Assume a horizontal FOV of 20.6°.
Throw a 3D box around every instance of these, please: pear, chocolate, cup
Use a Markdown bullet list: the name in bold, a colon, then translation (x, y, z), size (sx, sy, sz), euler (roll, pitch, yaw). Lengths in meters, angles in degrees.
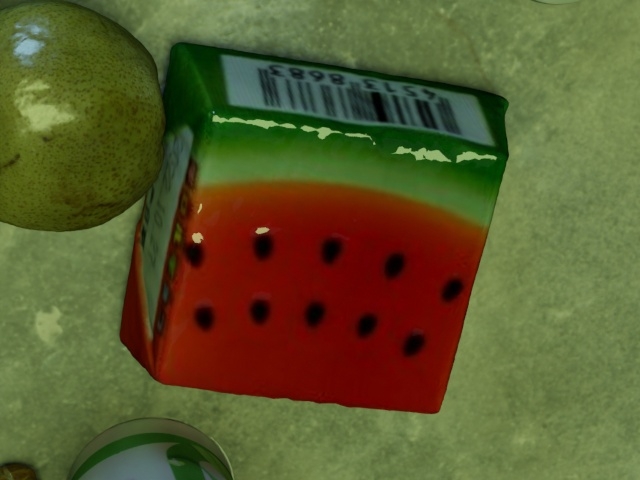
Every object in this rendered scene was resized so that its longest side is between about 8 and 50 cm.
- **pear**: translation (-0.246, -0.121, 1.682), size (0.211, 0.188, 0.228), euler (-8, 130, -33)
- **chocolate**: translation (0.000, 0.000, 1.791), size (0.360, 0.161, 0.341), euler (8, 112, -13)
- **cup**: translation (-0.170, 0.328, 1.824), size (0.253, 0.274, 0.253), euler (-3, 110, -7)

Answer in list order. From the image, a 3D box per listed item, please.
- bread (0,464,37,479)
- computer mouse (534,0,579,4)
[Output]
- **bread**: translation (-0.317, 0.313, 1.912), size (0.052, 0.044, 0.157), euler (-14, 111, 1)
- **computer mouse**: translation (0.208, -0.372, 1.718), size (0.184, 0.121, 0.297), euler (-32, 124, 16)
